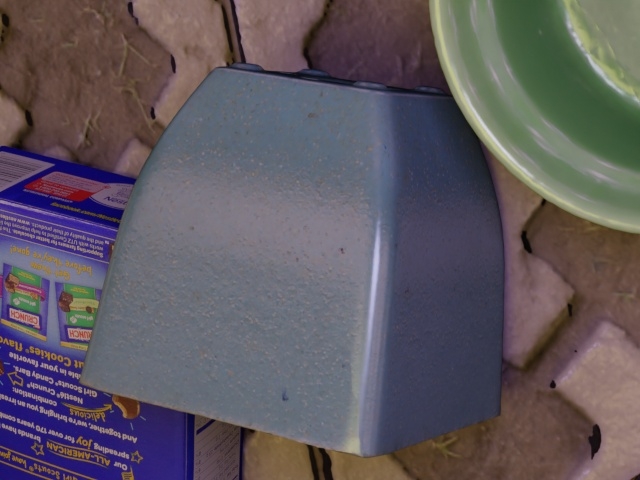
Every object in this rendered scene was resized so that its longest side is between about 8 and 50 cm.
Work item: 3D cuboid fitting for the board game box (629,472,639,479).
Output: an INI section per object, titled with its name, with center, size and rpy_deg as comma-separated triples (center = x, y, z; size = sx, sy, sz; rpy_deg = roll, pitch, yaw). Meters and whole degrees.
[board game box]
center = 0.315, 0.217, 1.321
size = 0.141, 0.048, 0.170
rpy_deg = 50, 126, 3

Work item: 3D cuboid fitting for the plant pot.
[plant pot]
center = 0.000, 0.000, 1.316
size = 0.248, 0.247, 0.252
rpy_deg = 12, 97, 27

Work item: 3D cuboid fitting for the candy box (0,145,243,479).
[candy box]
center = -0.203, 0.103, 1.544
size = 0.268, 0.122, 0.317
rpy_deg = 15, 115, 25

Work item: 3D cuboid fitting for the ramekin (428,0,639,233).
[ramekin]
center = 0.238, -0.168, 1.147
size = 0.303, 0.148, 0.303
rpy_deg = 12, 115, 27
